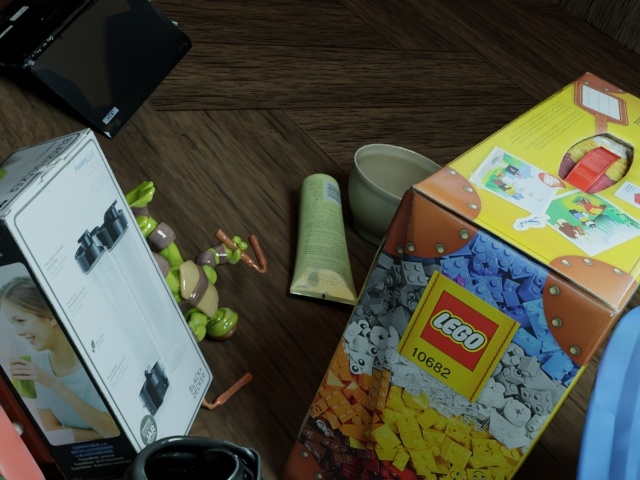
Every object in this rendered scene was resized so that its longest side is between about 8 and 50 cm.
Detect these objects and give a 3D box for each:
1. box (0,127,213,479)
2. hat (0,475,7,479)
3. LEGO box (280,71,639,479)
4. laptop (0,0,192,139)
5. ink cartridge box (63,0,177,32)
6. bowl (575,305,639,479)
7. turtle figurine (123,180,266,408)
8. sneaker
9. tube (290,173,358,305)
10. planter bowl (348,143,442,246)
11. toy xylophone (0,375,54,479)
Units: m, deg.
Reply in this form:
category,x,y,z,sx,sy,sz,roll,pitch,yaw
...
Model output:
category,x,y,z,sx,sy,sz,roll,pitch,yaw
box,-0.210,0.068,0.796,0.087,0.289,0.169,-12,28,18
hat,-0.322,0.258,0.644,0.184,0.208,0.173,-13,-7,12
LEGO box,0.213,0.065,0.963,0.193,0.372,0.500,33,34,18
laptop,-0.385,-0.302,1.404,0.264,0.136,0.234,12,54,31
ink cartridge box,-0.355,-0.396,1.558,0.209,0.109,0.062,14,58,-12
bowl,0.310,0.240,0.783,0.077,0.391,0.391,0,19,33
turtle figurine,-0.152,0.040,1.004,0.217,0.087,0.269,54,32,-32
sneaker,-0.044,0.255,0.738,0.296,0.146,0.104,18,30,-8
tube,0.000,0.000,1.240,0.070,0.062,0.240,-21,37,14
planter bowl,0.109,-0.055,1.330,0.162,0.109,0.162,15,32,-10
toy xylophone,-0.293,0.082,0.814,0.081,0.236,0.322,-12,34,18
